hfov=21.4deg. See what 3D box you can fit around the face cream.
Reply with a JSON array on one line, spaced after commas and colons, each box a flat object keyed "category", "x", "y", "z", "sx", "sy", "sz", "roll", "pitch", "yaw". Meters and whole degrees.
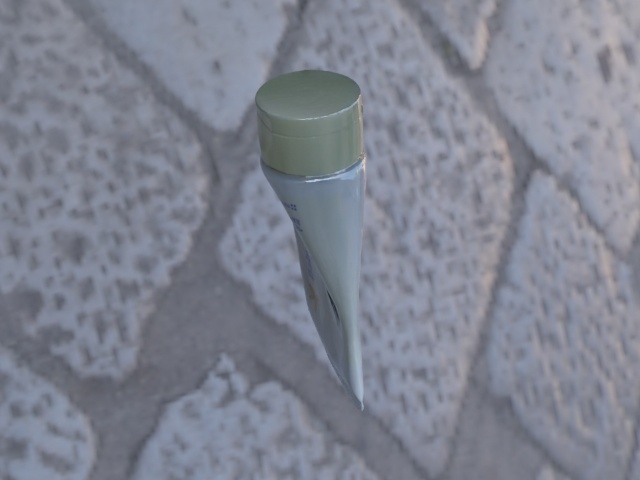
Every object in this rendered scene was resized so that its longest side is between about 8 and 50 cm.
[{"category": "face cream", "x": 0.000, "y": 0.000, "z": 1.150, "sx": 0.114, "sy": 0.070, "sz": 0.224, "roll": -119, "pitch": -159, "yaw": -55}]
